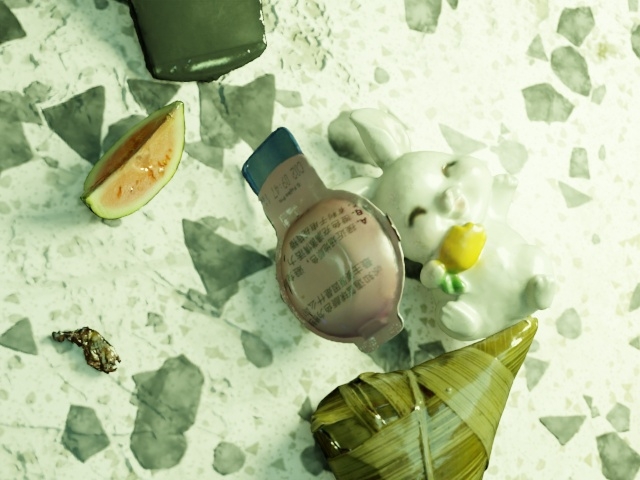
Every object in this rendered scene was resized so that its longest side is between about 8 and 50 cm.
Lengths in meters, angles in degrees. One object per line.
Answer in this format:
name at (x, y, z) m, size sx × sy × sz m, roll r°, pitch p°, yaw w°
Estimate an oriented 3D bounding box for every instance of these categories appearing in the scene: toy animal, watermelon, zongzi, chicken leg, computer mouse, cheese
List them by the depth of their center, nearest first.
chicken leg at (-0.260, 0.118, 1.024) m, size 0.083 × 0.021 × 0.036 m, roll 38°, pitch 79°, yaw -7°
zongzi at (0.168, 0.255, 1.044) m, size 0.288 × 0.134 × 0.286 m, roll -26°, pitch 92°, yaw 1°
watermelon at (-0.224, -0.092, 1.057) m, size 0.069 × 0.087 × 0.163 m, roll 31°, pitch 66°, yaw 23°
cheese at (0.000, 0.000, 1.069) m, size 0.074 × 0.189 × 0.286 m, roll -9°, pitch 61°, yaw -55°
computer mouse at (-0.163, -0.338, 1.095) m, size 0.168 × 0.087 × 0.295 m, roll -15°, pitch 115°, yaw -14°
toy animal at (0.144, -0.012, 1.120) m, size 0.325 × 0.154 × 0.208 m, roll 31°, pitch 92°, yaw 11°
